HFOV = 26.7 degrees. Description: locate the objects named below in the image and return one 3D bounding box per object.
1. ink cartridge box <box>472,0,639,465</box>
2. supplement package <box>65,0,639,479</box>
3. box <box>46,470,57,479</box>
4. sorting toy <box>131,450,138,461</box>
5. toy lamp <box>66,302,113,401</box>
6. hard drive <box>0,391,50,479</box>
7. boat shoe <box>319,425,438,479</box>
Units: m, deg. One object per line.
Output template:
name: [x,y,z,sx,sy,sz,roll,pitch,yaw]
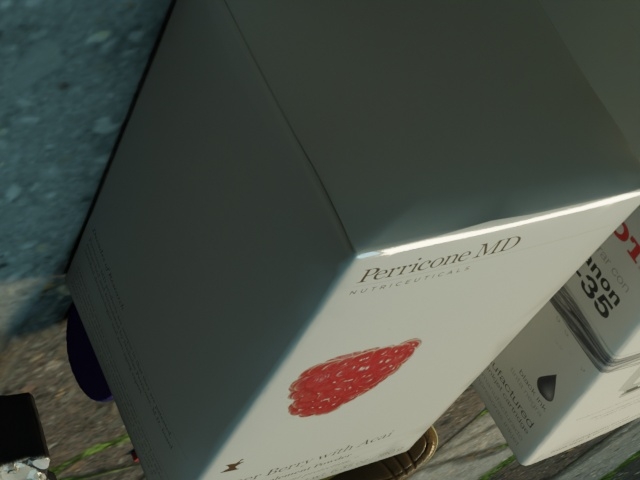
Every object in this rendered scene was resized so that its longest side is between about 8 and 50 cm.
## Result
ink cartridge box: [0.157,-0.018,0.817,0.117,0.207,0.283,-20,156,-21]
supplement package: [0.000,0.000,0.723,0.178,0.175,0.293,-12,153,-30]
box: [-0.286,0.238,1.028,0.156,0.093,0.158,-29,156,4]
sorting toy: [-0.049,0.185,1.234,0.132,0.046,0.274,-36,155,20]
toy lamp: [-0.040,0.059,0.937,0.275,0.080,0.080,-6,149,-39]
hard drive: [-0.344,0.206,0.810,0.339,0.064,0.236,-4,135,-25]
boat shoe: [0.044,0.233,1.432,0.190,0.068,0.072,-25,172,21]
